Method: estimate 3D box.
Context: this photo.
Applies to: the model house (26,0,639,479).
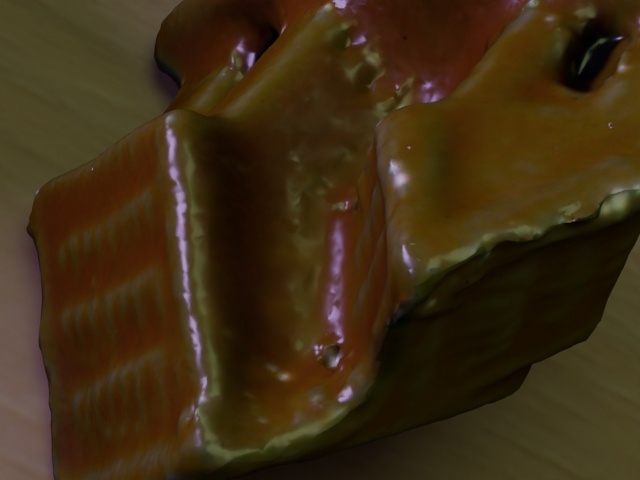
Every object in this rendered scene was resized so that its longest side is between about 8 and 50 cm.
[{"bbox_3d":[0.002,-0.006,0.606,0.173,0.268,0.239,46,56,-12],"label":"model house"}]
